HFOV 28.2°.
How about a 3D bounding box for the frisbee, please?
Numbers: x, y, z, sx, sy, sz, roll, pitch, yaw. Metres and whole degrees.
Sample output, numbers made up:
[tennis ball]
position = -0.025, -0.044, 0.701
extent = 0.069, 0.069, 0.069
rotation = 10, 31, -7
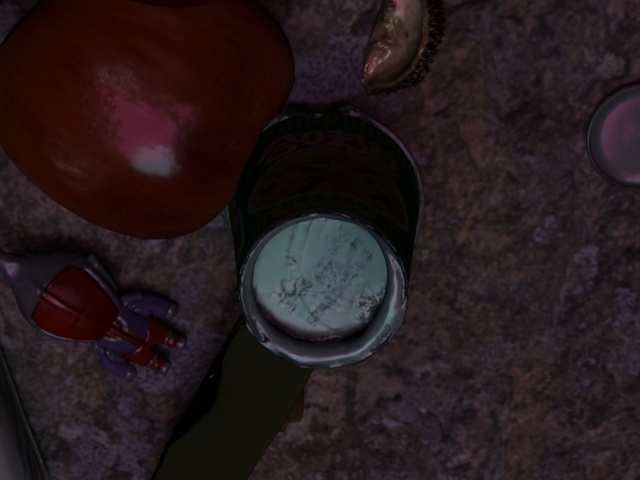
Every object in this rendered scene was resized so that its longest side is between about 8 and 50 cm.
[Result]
[frisbee]
position = 0.312, -0.101, 1.236
extent = 0.110, 0.014, 0.110
rotation = 1, 113, 2

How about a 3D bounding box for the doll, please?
[doll]
position = -0.238, 0.065, 1.278
extent = 0.227, 0.075, 0.102
rotation = 30, 95, -21

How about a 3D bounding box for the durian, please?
[durian]
position = 0.080, -0.186, 1.185
extent = 0.066, 0.052, 0.130
rotation = 20, 111, -4

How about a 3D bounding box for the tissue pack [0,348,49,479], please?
[tissue pack]
position = -0.414, 0.183, 1.305
extent = 0.201, 0.124, 0.271
rotation = -11, 112, 9

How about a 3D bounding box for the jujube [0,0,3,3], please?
[jujube]
position = -0.422, -0.247, 1.054
extent = 0.377, 0.276, 0.276
rotation = -20, 110, 5

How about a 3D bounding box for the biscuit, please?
[biscuit]
position = -0.094, 0.184, 1.296
extent = 0.099, 0.038, 0.322
rotation = 21, 129, -10

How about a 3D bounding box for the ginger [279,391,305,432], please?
[ginger]
position = -0.040, 0.146, 1.326
extent = 0.057, 0.044, 0.137
rotation = 10, 111, 16

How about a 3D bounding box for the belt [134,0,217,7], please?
[belt]
position = -0.155, -0.318, 0.917
extent = 0.227, 0.115, 0.324
rotation = -42, 122, -1

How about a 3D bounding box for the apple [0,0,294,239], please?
[apple]
position = -0.161, -0.136, 1.113
extent = 0.241, 0.242, 0.242
rotation = 30, 109, -9

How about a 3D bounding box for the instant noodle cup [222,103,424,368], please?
[instant noodle cup]
position = 0.000, 0.000, 1.163
extent = 0.207, 0.233, 0.207
rotation = 0, 111, 1
